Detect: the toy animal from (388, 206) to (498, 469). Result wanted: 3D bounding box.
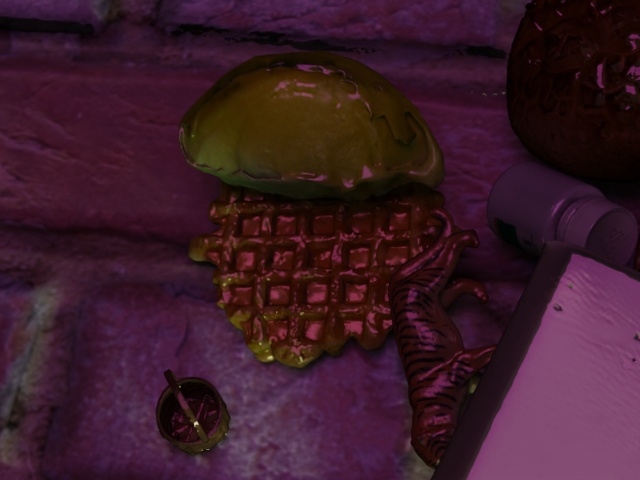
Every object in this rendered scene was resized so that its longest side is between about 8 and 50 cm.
[{"bbox_3d":[0.111,0.088,1.387,0.099,0.057,0.241,-12,78,-2],"label":"toy animal"}]

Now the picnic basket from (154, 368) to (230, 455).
[{"bbox_3d":[-0.121,0.153,1.407,0.072,0.083,0.072,-4,63,8],"label":"picnic basket"}]

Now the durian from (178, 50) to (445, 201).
[{"bbox_3d":[-0.009,-0.108,1.447,0.250,0.101,0.139,-1,103,11],"label":"durian"}]

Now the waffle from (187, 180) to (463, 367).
[{"bbox_3d":[0.000,0.000,1.476,0.238,0.059,0.243,-39,64,-9],"label":"waffle"}]

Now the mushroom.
[{"bbox_3d":[0.286,-0.166,1.437,0.253,0.153,0.253,-21,47,24],"label":"mushroom"}]

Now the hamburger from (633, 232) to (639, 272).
[{"bbox_3d":[0.386,0.028,1.364,0.231,0.107,0.231,-7,55,10],"label":"hamburger"}]

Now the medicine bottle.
[{"bbox_3d":[0.219,-0.018,1.404,0.080,0.080,0.130,-44,38,-12],"label":"medicine bottle"}]

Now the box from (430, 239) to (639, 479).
[{"bbox_3d":[0.252,0.225,1.189,0.351,0.177,0.344,24,80,10],"label":"box"}]
